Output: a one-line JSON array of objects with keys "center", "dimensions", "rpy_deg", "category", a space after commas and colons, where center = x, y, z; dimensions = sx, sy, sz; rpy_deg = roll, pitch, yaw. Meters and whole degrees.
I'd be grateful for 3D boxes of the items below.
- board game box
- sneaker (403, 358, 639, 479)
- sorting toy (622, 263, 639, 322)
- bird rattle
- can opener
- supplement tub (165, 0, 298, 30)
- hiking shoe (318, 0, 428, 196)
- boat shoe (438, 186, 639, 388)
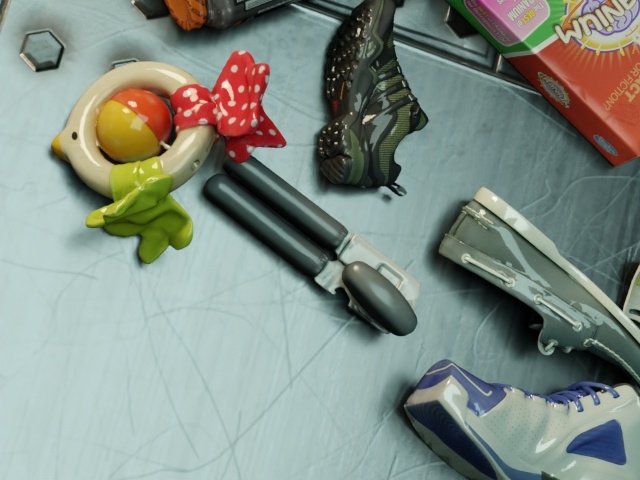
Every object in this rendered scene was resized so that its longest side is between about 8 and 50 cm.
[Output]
[{"center": [0.326, -0.285, 1.915], "dimensions": [0.316, 0.064, 0.242], "rpy_deg": [43, 73, -7], "category": "board game box"}, {"center": [0.256, 0.211, 1.801], "dimensions": [0.315, 0.127, 0.182], "rpy_deg": [40, 69, -15], "category": "sneaker"}, {"center": [0.396, 0.068, 1.899], "dimensions": [0.083, 0.045, 0.075], "rpy_deg": [31, 82, -11], "category": "sorting toy"}, {"center": [-0.173, -0.116, 1.696], "dimensions": [0.207, 0.143, 0.253], "rpy_deg": [33, 84, 22], "category": "bird rattle"}, {"center": [0.000, 0.000, 1.767], "dimensions": [0.280, 0.093, 0.074], "rpy_deg": [37, 74, -4], "category": "can opener"}, {"center": [-0.079, -0.307, 1.770], "dimensions": [0.190, 0.117, 0.117], "rpy_deg": [-23, 89, -18], "category": "supplement tub"}, {"center": [0.067, -0.165, 1.822], "dimensions": [0.114, 0.086, 0.227], "rpy_deg": [13, 84, -28], "category": "hiking shoe"}, {"center": [0.271, 0.078, 1.833], "dimensions": [0.319, 0.116, 0.099], "rpy_deg": [43, 90, -5], "category": "boat shoe"}]
